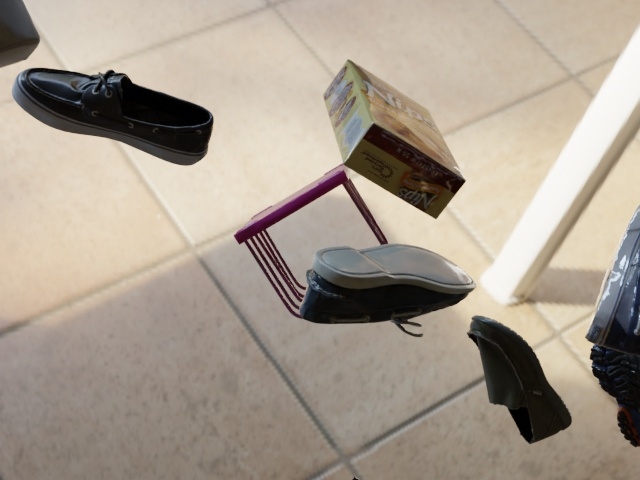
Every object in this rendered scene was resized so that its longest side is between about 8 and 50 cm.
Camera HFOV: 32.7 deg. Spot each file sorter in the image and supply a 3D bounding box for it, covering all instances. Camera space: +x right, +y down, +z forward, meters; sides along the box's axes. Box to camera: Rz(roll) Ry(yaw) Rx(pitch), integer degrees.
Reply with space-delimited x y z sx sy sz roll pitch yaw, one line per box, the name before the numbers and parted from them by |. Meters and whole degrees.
file sorter | 0.000 0.000 1.854 0.202 0.290 0.182 -31 94 5

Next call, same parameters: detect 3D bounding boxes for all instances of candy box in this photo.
candy box | 0.113 -0.173 1.789 0.183 0.087 0.316 30 21 -19

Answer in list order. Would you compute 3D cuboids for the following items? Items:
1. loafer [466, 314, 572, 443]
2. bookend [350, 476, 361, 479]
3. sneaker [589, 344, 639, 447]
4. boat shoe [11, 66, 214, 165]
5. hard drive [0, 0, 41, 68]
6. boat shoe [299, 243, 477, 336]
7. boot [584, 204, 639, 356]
loafer | 0.304 0.224 1.721 0.087 0.094 0.251 -41 106 -14
bookend | 0.089 0.452 1.591 0.157 0.072 0.156 33 25 -13
sneaker | 0.437 0.188 1.503 0.083 0.221 0.087 10 42 47
boat shoe | -0.227 -0.154 1.224 0.229 0.076 0.080 22 45 -11
hard drive | -0.347 -0.243 0.649 0.233 0.047 0.353 -27 93 -36
boat shoe | 0.080 0.059 1.237 0.255 0.079 0.095 -1 31 -49
boot | 0.352 0.048 1.176 0.086 0.069 0.190 22 58 11
